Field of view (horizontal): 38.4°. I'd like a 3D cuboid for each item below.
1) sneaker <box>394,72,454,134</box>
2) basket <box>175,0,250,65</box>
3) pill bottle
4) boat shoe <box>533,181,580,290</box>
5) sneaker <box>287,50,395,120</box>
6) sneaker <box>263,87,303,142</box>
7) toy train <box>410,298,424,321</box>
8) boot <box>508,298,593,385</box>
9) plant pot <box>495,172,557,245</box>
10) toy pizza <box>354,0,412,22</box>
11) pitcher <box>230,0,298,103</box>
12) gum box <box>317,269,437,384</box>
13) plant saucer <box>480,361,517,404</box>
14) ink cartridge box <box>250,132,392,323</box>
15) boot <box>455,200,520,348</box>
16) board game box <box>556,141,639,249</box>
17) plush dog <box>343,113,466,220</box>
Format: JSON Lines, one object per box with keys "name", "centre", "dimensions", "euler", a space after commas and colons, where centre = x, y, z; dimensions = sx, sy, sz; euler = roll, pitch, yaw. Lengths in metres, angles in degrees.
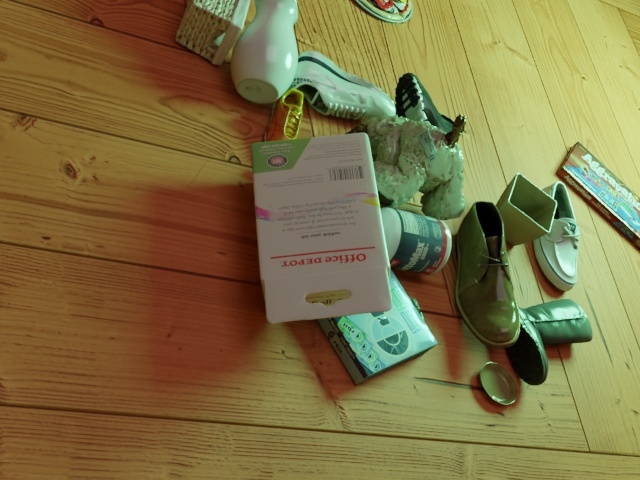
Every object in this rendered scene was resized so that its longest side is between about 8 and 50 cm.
{"name": "sneaker", "centre": [0.232, -0.251, 1.960], "dimensions": [0.106, 0.078, 0.234], "euler": [1, 61, -39]}
{"name": "basket", "centre": [-0.201, -0.438, 1.763], "dimensions": [0.103, 0.113, 0.167], "euler": [24, 46, -16]}
{"name": "pill bottle", "centre": [0.137, -0.002, 1.674], "dimensions": [0.180, 0.108, 0.108], "euler": [11, 52, -28]}
{"name": "boat shoe", "centre": [0.510, -0.016, 1.968], "dimensions": [0.095, 0.084, 0.258], "euler": [14, 50, -27]}
{"name": "sneaker", "centre": [0.041, -0.284, 1.851], "dimensions": [0.235, 0.090, 0.095], "euler": [25, 59, -13]}
{"name": "sneaker", "centre": [-0.065, -0.218, 1.724], "dimensions": [0.064, 0.067, 0.175], "euler": [20, 50, -24]}
{"name": "toy train", "centre": [0.176, 0.143, 1.650], "dimensions": [0.017, 0.024, 0.083], "euler": [-2, 59, -37]}
{"name": "boot", "centre": [0.448, 0.192, 1.782], "dimensions": [0.208, 0.076, 0.190], "euler": [9, 52, -38]}
{"name": "plant pot", "centre": [0.413, -0.054, 1.919], "dimensions": [0.109, 0.096, 0.109], "euler": [37, 44, -8]}
{"name": "toy pizza", "centre": [0.140, -0.601, 2.191], "dimensions": [0.201, 0.032, 0.201], "euler": [19, 49, -23]}
{"name": "pitcher", "centre": [-0.095, -0.358, 1.777], "dimensions": [0.125, 0.178, 0.207], "euler": [3, 64, 15]}
{"name": "gum box", "centre": [0.093, 0.145, 1.576], "dimensions": [0.184, 0.041, 0.157], "euler": [-17, 69, -43]}
{"name": "plant saucer", "centre": [0.320, 0.262, 1.668], "dimensions": [0.083, 0.015, 0.083], "euler": [20, 48, -23]}
{"name": "ink cartridge box", "centre": [0.000, 0.000, 1.510], "dimensions": [0.207, 0.119, 0.354], "euler": [-5, 56, -1]}
{"name": "boot", "centre": [0.312, 0.057, 1.728], "dimensions": [0.112, 0.115, 0.305], "euler": [-1, 52, -6]}
{"name": "board game box", "centre": [0.698, -0.108, 2.216], "dimensions": [0.281, 0.027, 0.145], "euler": [42, 42, -1]}
{"name": "plush dog", "centre": [0.163, -0.175, 1.775], "dimensions": [0.262, 0.211, 0.225], "euler": [10, 17, -41]}
